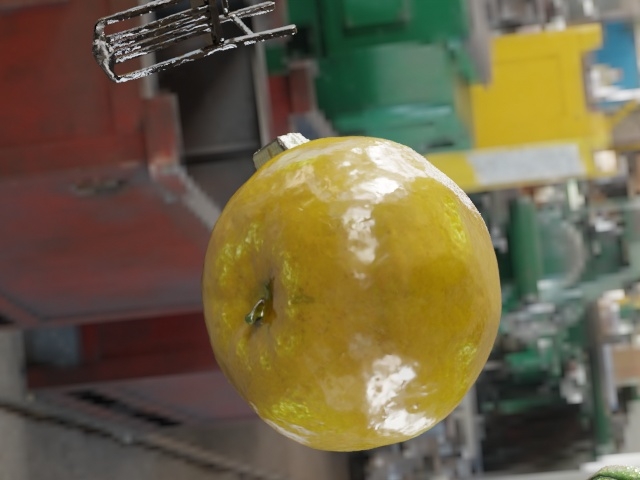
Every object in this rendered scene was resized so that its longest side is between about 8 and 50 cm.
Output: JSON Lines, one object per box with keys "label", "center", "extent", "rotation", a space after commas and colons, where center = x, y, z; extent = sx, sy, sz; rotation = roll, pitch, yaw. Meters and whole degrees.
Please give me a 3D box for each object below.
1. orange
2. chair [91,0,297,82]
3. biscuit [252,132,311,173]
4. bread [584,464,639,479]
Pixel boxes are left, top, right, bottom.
{"label": "orange", "center": [0.030, 0.045, 1.636], "extent": [0.235, 0.279, 0.279], "rotation": [-6, 89, -40]}
{"label": "chair", "center": [-0.142, -0.235, 1.935], "extent": [0.101, 0.212, 0.084], "rotation": [-126, -158, -60]}
{"label": "biscuit", "center": [0.000, 0.000, 2.081], "extent": [0.150, 0.052, 0.252], "rotation": [-32, -105, 64]}
{"label": "bread", "center": [0.359, 0.278, 1.824], "extent": [0.033, 0.228, 0.228], "rotation": [-64, 157, -21]}
